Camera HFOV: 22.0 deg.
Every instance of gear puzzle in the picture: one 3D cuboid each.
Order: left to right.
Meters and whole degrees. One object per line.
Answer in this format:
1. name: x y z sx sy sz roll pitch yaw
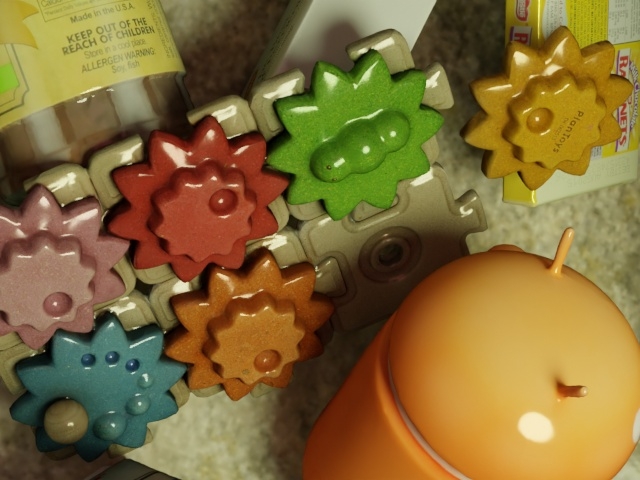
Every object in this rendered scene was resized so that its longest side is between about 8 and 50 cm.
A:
1. gear puzzle: 0.000 0.000 0.782 0.339 0.044 0.175 -23 128 -5

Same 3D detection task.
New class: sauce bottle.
1. sauce bottle: -0.163 -0.189 0.804 0.111 0.111 0.344 -20 87 -15

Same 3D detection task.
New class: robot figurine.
1. robot figurine: 0.071 0.091 0.774 0.158 0.219 0.128 -31 72 -39

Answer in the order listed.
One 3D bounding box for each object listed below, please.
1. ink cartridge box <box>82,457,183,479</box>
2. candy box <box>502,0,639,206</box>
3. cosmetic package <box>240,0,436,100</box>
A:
1. ink cartridge box: -0.110 0.170 0.733 0.140 0.191 0.082 -33 94 -15
2. candy box: 0.133 -0.126 0.856 0.105 0.027 0.205 -14 108 -50
3. cosmetic package: 0.036 -0.157 0.855 0.060 0.099 0.239 28 78 -7
